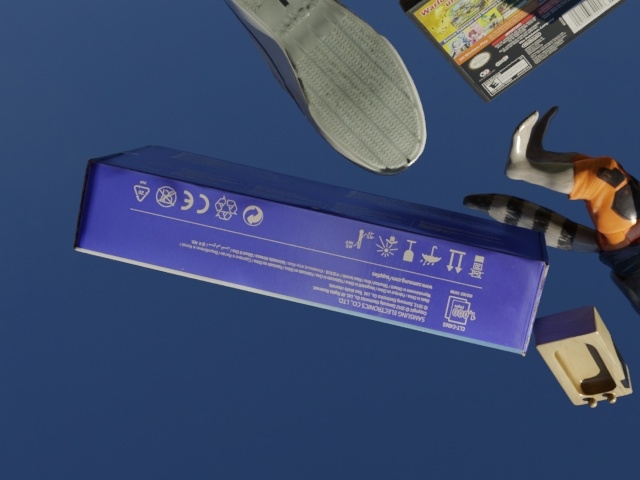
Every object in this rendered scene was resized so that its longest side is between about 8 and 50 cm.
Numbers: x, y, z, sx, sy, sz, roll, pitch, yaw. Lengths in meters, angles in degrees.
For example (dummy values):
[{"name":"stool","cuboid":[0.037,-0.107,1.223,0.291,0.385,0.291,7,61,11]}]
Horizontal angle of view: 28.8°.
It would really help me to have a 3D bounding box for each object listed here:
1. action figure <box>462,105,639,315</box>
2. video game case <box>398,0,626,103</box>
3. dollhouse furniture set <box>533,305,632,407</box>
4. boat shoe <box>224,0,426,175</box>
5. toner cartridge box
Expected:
[{"name":"action figure","cuboid":[0.323,0.007,1.261,0.330,0.341,0.178,43,-87,7]},{"name":"video game case","cuboid":[0.280,-0.339,1.718,0.275,0.248,0.035,-36,-130,14]},{"name":"dollhouse furniture set","cuboid":[0.253,0.115,0.946,0.151,0.144,0.123,-15,-127,20]},{"name":"boat shoe","cuboid":[0.001,-0.146,0.947,0.083,0.076,0.226,-35,-91,0]},{"name":"toner cartridge box","cuboid":[0.000,0.000,0.987,0.348,0.075,0.165,13,-171,7]}]
